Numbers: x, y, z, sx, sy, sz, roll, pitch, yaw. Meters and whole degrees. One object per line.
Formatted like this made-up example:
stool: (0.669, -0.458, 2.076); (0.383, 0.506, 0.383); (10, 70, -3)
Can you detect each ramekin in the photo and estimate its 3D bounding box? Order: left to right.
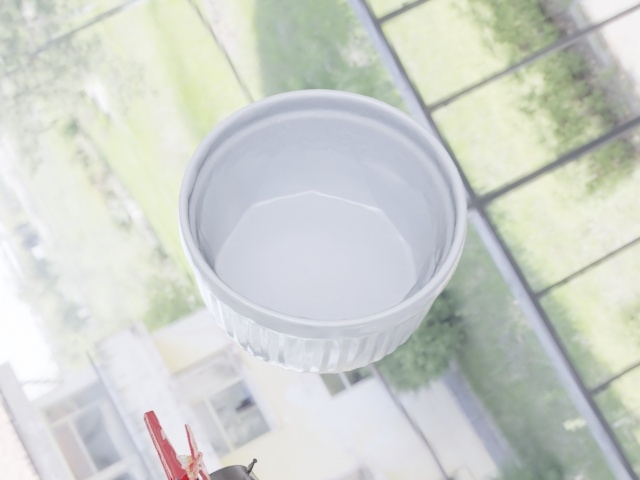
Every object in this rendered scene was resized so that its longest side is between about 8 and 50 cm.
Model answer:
ramekin: (0.000, 0.000, 0.898); (0.207, 0.207, 0.109); (56, 160, 26)

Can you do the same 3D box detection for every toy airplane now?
toy airplane: (-0.120, 0.216, 1.100); (0.151, 0.028, 0.151); (159, 90, -89)

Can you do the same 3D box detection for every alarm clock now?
alarm clock: (-0.154, 0.406, 1.768); (0.064, 0.192, 0.129); (49, 167, 39)
